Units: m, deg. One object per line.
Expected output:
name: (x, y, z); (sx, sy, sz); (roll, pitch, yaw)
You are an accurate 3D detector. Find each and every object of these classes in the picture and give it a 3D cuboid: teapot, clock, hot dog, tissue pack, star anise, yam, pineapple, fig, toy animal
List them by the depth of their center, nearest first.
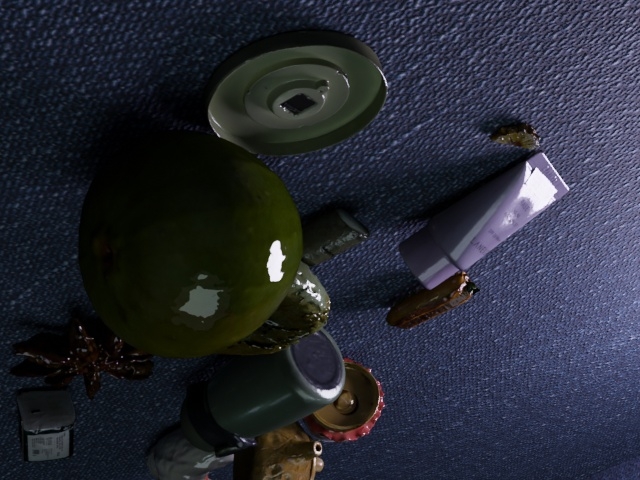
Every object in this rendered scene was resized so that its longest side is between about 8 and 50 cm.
clock: (-0.031, -0.182, 1.465); (0.235, 0.029, 0.235); (-10, 151, -6)
fig: (-0.151, -0.002, 1.488); (0.316, 0.316, 0.316); (-10, 151, -6)
pineapple: (0.290, -0.152, 1.666); (0.083, 0.019, 0.045); (9, 147, -30)
yam: (0.000, 0.000, 1.763); (0.146, 0.070, 0.070); (-26, 149, 21)
star anise: (-0.394, 0.196, 1.933); (0.288, 0.088, 0.288); (-9, 153, -5)
hot dog: (0.196, 0.105, 2.050); (0.188, 0.055, 0.072); (-29, 151, 25)
tissue pack: (-0.513, 0.347, 2.147); (0.103, 0.090, 0.170); (-4, 152, -17)
teapot: (-0.077, 0.443, 2.275); (0.167, 0.203, 0.311); (8, 156, -19)
toy animal: (-0.229, 0.484, 2.434); (0.308, 0.188, 0.266); (-13, 143, 5)

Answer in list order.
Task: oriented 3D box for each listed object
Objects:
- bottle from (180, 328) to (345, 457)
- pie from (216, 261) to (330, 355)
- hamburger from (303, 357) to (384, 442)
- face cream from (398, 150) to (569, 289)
bottle: (-0.121, 0.283, 2.120); (0.168, 0.168, 0.347); (16, 142, -42)
pie: (-0.135, 0.096, 1.825); (0.296, 0.078, 0.371); (-12, 151, 25)
hamburger: (0.031, 0.324, 2.265); (0.175, 0.175, 0.137); (-4, 157, -16)
face cream: (0.258, -0.032, 1.813); (0.274, 0.096, 0.154); (-36, 143, 12)
